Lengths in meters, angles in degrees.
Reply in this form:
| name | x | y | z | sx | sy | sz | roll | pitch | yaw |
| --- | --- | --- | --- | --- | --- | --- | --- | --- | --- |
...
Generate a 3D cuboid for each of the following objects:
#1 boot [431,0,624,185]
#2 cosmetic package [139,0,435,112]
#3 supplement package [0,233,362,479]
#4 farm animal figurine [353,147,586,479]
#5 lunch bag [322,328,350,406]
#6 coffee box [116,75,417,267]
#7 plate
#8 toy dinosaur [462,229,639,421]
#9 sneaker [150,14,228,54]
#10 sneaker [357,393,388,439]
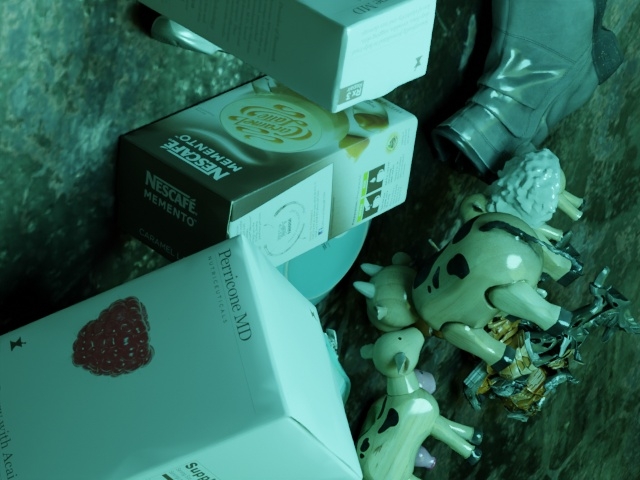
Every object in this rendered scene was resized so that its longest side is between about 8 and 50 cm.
| name | x | y | z | sx | sy | sz | roll | pitch | yaw |
| --- | --- | --- | --- | --- | --- | --- | --- | --- | --- |
| boot | 0.198 | -0.184 | 2.068 | 0.222 | 0.118 | 0.338 | -50 | 144 | -6 |
| cosmetic package | -0.030 | -0.199 | 1.604 | 0.117 | 0.231 | 0.085 | -28 | 137 | -42 |
| supplement package | -0.143 | 0.150 | 1.659 | 0.293 | 0.177 | 0.175 | -23 | 150 | 11 |
| farm animal figurine | 0.123 | 0.082 | 2.033 | 0.327 | 0.172 | 0.330 | -48 | -161 | 33 |
| lunch bag | -0.089 | 0.188 | 1.962 | 0.279 | 0.108 | 0.224 | -49 | 147 | -13 |
| coffee box | -0.047 | -0.063 | 1.784 | 0.246 | 0.141 | 0.098 | -28 | 137 | -42 |
| plate | 0.000 | 0.000 | 2.017 | 0.188 | 0.024 | 0.188 | -34 | 140 | -34 |
| toy dinosaur | 0.256 | 0.112 | 2.373 | 0.218 | 0.164 | 0.322 | -37 | 167 | -6 |
| sneaker | -0.094 | -0.191 | 1.702 | 0.152 | 0.054 | 0.061 | -6 | 111 | -60 |
| sneaker | 0.060 | 0.272 | 2.290 | 0.086 | 0.064 | 0.192 | -39 | 147 | -38 |
